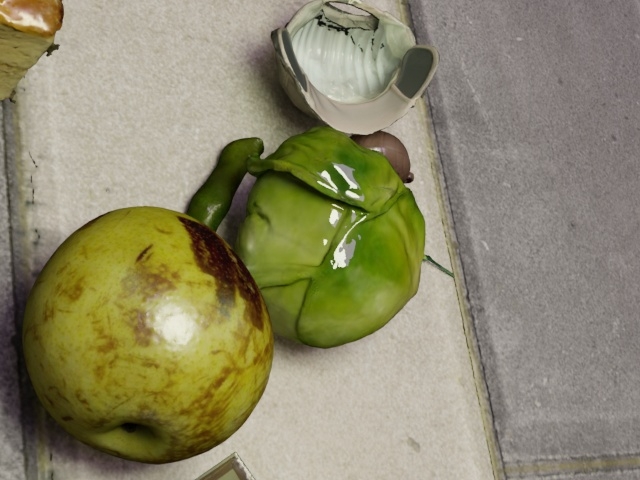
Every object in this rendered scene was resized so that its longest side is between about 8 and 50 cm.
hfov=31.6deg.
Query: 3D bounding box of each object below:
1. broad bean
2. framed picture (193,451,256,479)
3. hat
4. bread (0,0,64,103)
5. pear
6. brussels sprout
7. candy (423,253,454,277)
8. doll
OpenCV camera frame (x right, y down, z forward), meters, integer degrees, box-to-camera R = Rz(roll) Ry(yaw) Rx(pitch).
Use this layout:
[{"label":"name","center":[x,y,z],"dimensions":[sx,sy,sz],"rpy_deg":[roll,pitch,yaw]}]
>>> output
[{"label":"broad bean","center":[-0.135,-0.058,1.471],"dimensions":[0.052,0.052,0.256],"rpy_deg":[76,31,-42]},{"label":"framed picture","center":[-0.136,0.358,1.205],"dimensions":[0.231,0.010,0.173],"rpy_deg":[-34,91,-1]},{"label":"hat","center":[0.038,-0.224,1.566],"dimensions":[0.232,0.161,0.275],"rpy_deg":[1,35,-9]},{"label":"bread","center":[-0.445,-0.331,1.272],"dimensions":[0.279,0.207,0.279],"rpy_deg":[6,66,-32]},{"label":"pear","center":[-0.183,0.098,1.225],"dimensions":[0.284,0.283,0.283],"rpy_deg":[15,61,-30]},{"label":"brussels sprout","center":[0.002,-0.001,1.418],"dimensions":[0.294,0.227,0.259],"rpy_deg":[36,74,-51]},{"label":"candy","center":[0.156,0.025,1.654],"dimensions":[0.123,0.035,0.035],"rpy_deg":[31,37,-30]},{"label":"doll","center":[0.036,-0.096,1.563],"dimensions":[0.188,0.145,0.096],"rpy_deg":[-4,65,1]}]
